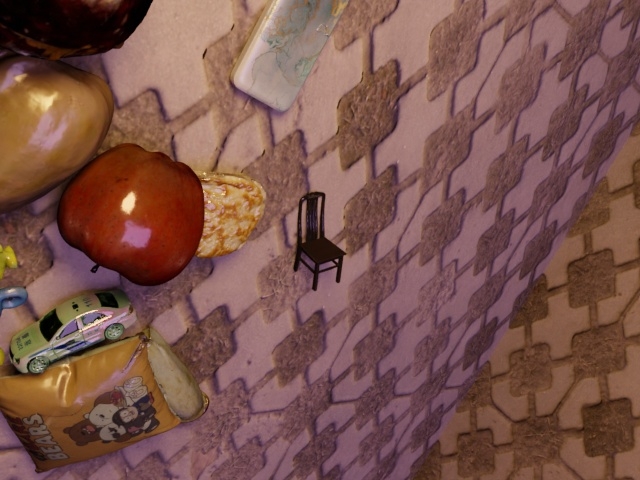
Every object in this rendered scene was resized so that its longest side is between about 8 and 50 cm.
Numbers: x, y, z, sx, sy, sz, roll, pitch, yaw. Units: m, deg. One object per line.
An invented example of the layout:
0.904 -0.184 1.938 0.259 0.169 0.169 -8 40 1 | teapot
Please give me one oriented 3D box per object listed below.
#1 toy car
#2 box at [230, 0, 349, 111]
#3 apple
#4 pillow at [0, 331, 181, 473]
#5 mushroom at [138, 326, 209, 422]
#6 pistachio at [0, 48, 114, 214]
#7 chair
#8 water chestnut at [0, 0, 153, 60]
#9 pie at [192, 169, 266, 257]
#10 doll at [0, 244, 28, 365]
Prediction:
-0.457 0.157 1.045 0.224 0.090 0.076 -24 130 -26 | toy car
-0.047 -0.384 1.035 0.142 0.044 0.285 20 105 -43 | box
-0.308 -0.044 0.935 0.234 0.234 0.234 -23 133 -27 | apple
-0.461 0.332 1.135 0.312 0.119 0.310 -15 133 -12 | pillow
-0.342 0.316 1.279 0.100 0.081 0.312 -36 136 -17 | mushroom
-0.411 -0.139 0.805 0.260 0.163 0.212 -49 152 7 | pistachio
0.000 0.000 1.324 0.084 0.101 0.213 -17 131 -32 | chair
-0.340 -0.347 0.664 0.300 0.300 0.300 -23 133 -27 | water chestnut
-0.207 -0.056 1.108 0.205 0.084 0.179 0 117 -39 | pie
-0.575 0.100 0.762 0.341 0.099 0.346 -4 145 -20 | doll
